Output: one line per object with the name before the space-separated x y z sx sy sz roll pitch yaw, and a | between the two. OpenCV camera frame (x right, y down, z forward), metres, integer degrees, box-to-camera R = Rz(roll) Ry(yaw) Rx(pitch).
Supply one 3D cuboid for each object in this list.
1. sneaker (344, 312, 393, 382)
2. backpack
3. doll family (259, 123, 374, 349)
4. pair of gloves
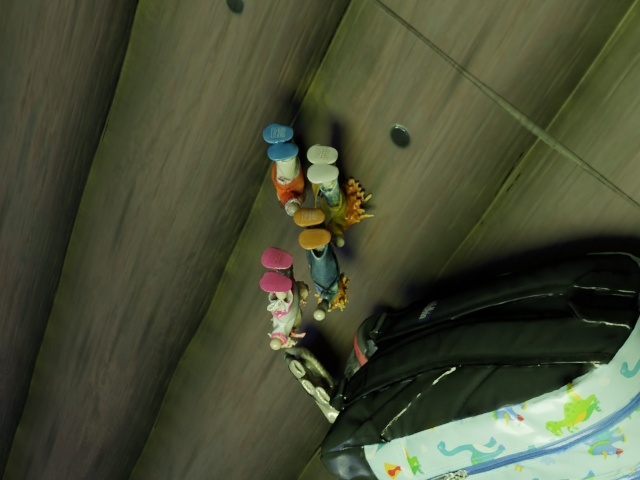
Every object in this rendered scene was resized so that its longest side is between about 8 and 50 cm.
sneaker | 0.133 0.217 1.437 0.276 0.097 0.135 45 139 8
backpack | 0.219 0.147 1.200 0.273 0.290 0.355 44 133 -7
doll family | 0.000 0.000 1.328 0.118 0.263 0.163 -1 152 6
pair of gloves | 0.033 0.230 1.514 0.240 0.042 0.204 51 175 4
